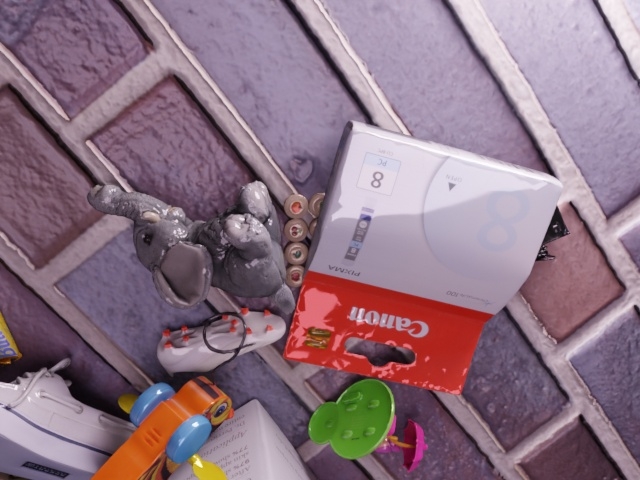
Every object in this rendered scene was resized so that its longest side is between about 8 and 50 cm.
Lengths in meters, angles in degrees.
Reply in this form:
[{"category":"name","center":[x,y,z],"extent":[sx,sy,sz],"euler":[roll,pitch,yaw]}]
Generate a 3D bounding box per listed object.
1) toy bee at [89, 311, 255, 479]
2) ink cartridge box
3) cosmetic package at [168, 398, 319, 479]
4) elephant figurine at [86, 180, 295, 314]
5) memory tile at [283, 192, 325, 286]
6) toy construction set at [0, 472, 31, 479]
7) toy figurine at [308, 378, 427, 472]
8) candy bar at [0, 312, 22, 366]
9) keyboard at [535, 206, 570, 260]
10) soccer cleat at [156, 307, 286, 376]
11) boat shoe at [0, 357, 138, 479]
[{"category":"toy bee","center":[-0.182,0.265,0.964],"extent":[0.298,0.195,0.162],"euler":[-33,154,-1]},{"category":"ink cartridge box","center":[0.135,0.050,0.993],"extent":[0.308,0.091,0.385],"euler":[14,105,-8]},{"category":"cosmetic package","center":[-0.129,0.521,0.973],"extent":[0.329,0.394,0.327],"euler":[-31,111,2]},{"category":"elephant figurine","center":[-0.177,0.013,0.938],"extent":[0.239,0.186,0.169],"euler":[-12,154,5]},{"category":"memory tile","center":[0.000,0.000,1.021],"extent":[0.113,0.012,0.148],"euler":[-2,109,-9]},{"category":"toy construction set","center":[-0.453,0.445,0.949],"extent":[0.257,0.308,0.237],"euler":[4,99,-45]},{"category":"toy figurine","center":[0.094,0.321,1.100],"extent":[0.173,0.130,0.159],"euler":[-21,133,37]},{"category":"candy bar","center":[-0.477,0.109,0.972],"extent":[0.040,0.018,0.162],"euler":[-17,110,-4]},{"category":"keyboard","center":[0.293,0.003,1.071],"extent":[0.192,0.038,0.100],"euler":[-21,87,-1]},{"category":"soccer cleat","center":[-0.147,0.156,1.026],"extent":[0.196,0.068,0.076],"euler":[-11,125,-5]},{"category":"boat shoe","center":[-0.402,0.240,0.967],"extent":[0.367,0.156,0.136],"euler":[33,129,-30]}]
